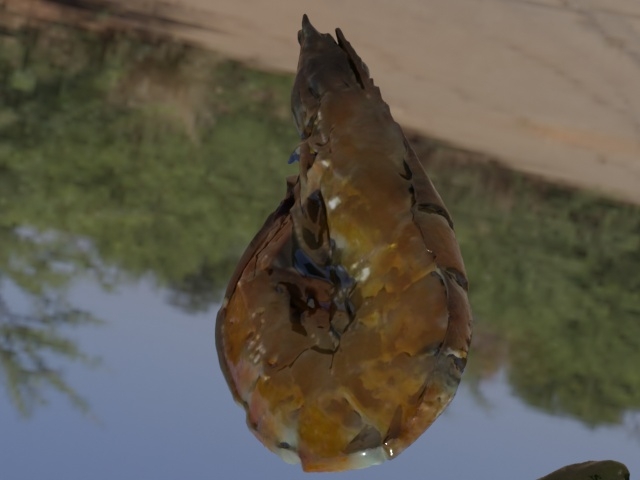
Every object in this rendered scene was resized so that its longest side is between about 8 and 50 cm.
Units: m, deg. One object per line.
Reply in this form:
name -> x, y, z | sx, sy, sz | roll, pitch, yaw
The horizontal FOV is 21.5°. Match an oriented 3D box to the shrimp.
shrimp -> 0.000, 0.000, 1.006 | 0.164, 0.316, 0.062 | -25, 141, 17

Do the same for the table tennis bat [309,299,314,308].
table tennis bat -> 0.027, 0.077, 1.161 | 0.033, 0.124, 0.201 | -13, 173, 25

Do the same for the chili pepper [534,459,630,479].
chili pepper -> 0.198, 0.212, 1.324 | 0.204, 0.072, 0.073 | -30, -178, 10
